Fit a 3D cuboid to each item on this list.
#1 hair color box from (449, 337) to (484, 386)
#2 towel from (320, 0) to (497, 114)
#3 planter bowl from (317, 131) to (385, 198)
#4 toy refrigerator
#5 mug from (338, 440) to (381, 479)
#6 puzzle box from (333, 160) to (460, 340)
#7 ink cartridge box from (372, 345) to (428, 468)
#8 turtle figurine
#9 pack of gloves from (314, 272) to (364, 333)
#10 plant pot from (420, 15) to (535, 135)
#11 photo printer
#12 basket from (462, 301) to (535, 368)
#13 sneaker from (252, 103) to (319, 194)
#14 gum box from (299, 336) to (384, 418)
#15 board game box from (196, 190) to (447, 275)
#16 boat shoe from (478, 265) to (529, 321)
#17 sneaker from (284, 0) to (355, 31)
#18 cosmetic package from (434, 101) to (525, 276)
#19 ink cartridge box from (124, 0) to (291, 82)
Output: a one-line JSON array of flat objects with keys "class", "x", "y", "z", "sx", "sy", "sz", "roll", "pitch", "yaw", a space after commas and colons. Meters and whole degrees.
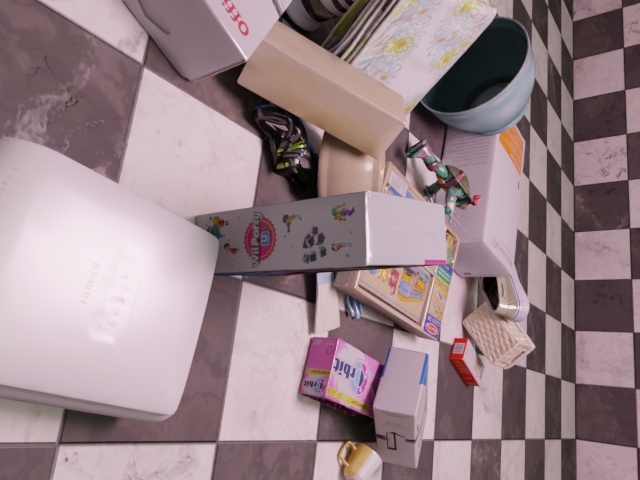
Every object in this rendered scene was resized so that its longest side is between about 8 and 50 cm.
[{"class": "hair color box", "x": 0.413, "y": 0.343, "z": 1.533, "sx": 0.141, "sy": 0.043, "sz": 0.072, "roll": 54, "pitch": 47, "yaw": -33}, {"class": "towel", "x": 0.154, "y": -0.366, "z": 1.052, "sx": 0.374, "sy": 0.320, "sz": 0.090, "roll": -9, "pitch": 62, "yaw": -53}, {"class": "planter bowl", "x": 0.064, "y": -0.134, "z": 1.016, "sx": 0.162, "sy": 0.109, "sz": 0.162, "roll": 6, "pitch": 90, "yaw": -80}, {"class": "toy refrigerator", "x": 0.005, "y": -0.248, "z": 0.909, "sx": 0.269, "sy": 0.094, "sz": 0.102, "roll": 26, "pitch": 38, "yaw": -18}, {"class": "mug", "x": 0.071, "y": 0.440, "z": 1.070, "sx": 0.064, "sy": 0.078, "sz": 0.062, "roll": -47, "pitch": 155, "yaw": -34}, {"class": "puzzle box", "x": 0.188, "y": 0.041, "z": 1.197, "sx": 0.409, "sy": 0.052, "sz": 0.272, "roll": 34, "pitch": 68, "yaw": -49}, {"class": "ink cartridge box", "x": 0.167, "y": 0.340, "z": 1.108, "sx": 0.148, "sy": 0.085, "sz": 0.203, "roll": -66, "pitch": 155, "yaw": -44}, {"class": "turtle figurine", "x": 0.303, "y": -0.137, "z": 1.347, "sx": 0.234, "sy": 0.118, "sz": 0.175, "roll": 53, "pitch": 0, "yaw": -10}, {"class": "pack of gloves", "x": 0.036, "y": 0.052, "z": 1.082, "sx": 0.195, "sy": 0.046, "sz": 0.232, "roll": -6, "pitch": 100, "yaw": -55}, {"class": "plant pot", "x": 0.426, "y": -0.397, "z": 1.419, "sx": 0.196, "sy": 0.293, "sz": 0.293, "roll": 35, "pitch": 60, "yaw": -43}, {"class": "photo printer", "x": -0.270, "y": 0.051, "z": 0.605, "sx": 0.307, "sy": 0.107, "sz": 0.256, "roll": 34, "pitch": 60, "yaw": -46}, {"class": "basket", "x": 0.500, "y": 0.265, "z": 1.545, "sx": 0.103, "sy": 0.113, "sz": 0.167, "roll": 18, "pitch": 33, "yaw": -47}, {"class": "sneaker", "x": -0.055, "y": -0.157, "z": 0.947, "sx": 0.188, "sy": 0.067, "sz": 0.078, "roll": 57, "pitch": 39, "yaw": -37}, {"class": "gum box", "x": 0.048, "y": 0.265, "z": 1.041, "sx": 0.188, "sy": 0.062, "sz": 0.107, "roll": 39, "pitch": 57, "yaw": -45}, {"class": "board game box", "x": 0.000, "y": 0.000, "z": 0.806, "sx": 0.224, "sy": 0.303, "sz": 0.098, "roll": 4, "pitch": 83, "yaw": -52}, {"class": "boat shoe", "x": 0.505, "y": 0.109, "z": 1.570, "sx": 0.094, "sy": 0.109, "sz": 0.302, "roll": 19, "pitch": 29, "yaw": -17}, {"class": "sneaker", "x": 0.044, "y": -0.629, "z": 0.973, "sx": 0.169, "sy": 0.257, "sz": 0.448, "roll": -7, "pitch": 91, "yaw": -53}, {"class": "cosmetic package", "x": 0.452, "y": -0.147, "z": 1.543, "sx": 0.230, "sy": 0.161, "sz": 0.453, "roll": 37, "pitch": 58, "yaw": -45}, {"class": "ink cartridge box", "x": -0.148, "y": -0.423, "z": 0.801, "sx": 0.223, "sy": 0.129, "sz": 0.307, "roll": 53, "pitch": 48, "yaw": -35}]
